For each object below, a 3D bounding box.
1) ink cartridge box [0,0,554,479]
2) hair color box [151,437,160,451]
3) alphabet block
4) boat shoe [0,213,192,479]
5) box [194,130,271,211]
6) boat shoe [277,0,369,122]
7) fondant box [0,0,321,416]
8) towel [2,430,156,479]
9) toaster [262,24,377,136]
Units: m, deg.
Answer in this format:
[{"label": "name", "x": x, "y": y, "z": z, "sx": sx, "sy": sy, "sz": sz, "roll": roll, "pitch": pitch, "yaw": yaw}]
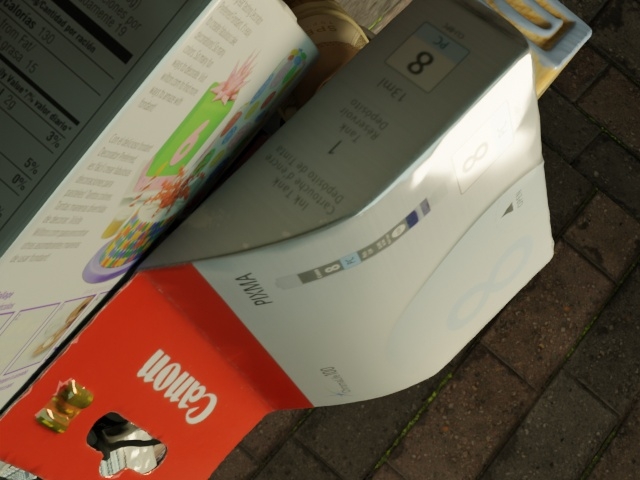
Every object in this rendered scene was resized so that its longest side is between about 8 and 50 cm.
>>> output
[{"label": "ink cartridge box", "x": -0.001, "y": 0.058, "z": 0.740, "sx": 0.385, "sy": 0.091, "sz": 0.308, "roll": -46, "pitch": 154, "yaw": -9}, {"label": "hair color box", "x": -0.265, "y": 0.266, "z": 1.634, "sx": 0.174, "sy": 0.105, "sz": 0.347, "roll": -50, "pitch": 175, "yaw": 2}, {"label": "alphabet block", "x": 0.243, "y": -0.265, "z": 1.576, "sx": 0.193, "sy": 0.192, "sz": 0.197, "roll": -40, "pitch": 169, "yaw": -51}, {"label": "boat shoe", "x": -0.189, "y": 0.118, "z": 0.846, "sx": 0.367, "sy": 0.156, "sz": 0.136, "roll": -51, "pitch": 174, "yaw": 21}, {"label": "box", "x": 0.000, "y": 0.000, "z": 1.170, "sx": 0.148, "sy": 0.232, "sz": 0.127, "roll": -49, "pitch": 175, "yaw": 1}, {"label": "boat shoe", "x": 0.059, "y": -0.057, "z": 0.913, "sx": 0.122, "sy": 0.110, "sz": 0.341, "roll": -40, "pitch": 136, "yaw": 8}, {"label": "fondant box", "x": -0.151, "y": -0.014, "z": 0.542, "sx": 0.330, "sy": 0.096, "sz": 0.238, "roll": -48, "pitch": 176, "yaw": 5}, {"label": "towel", "x": -0.266, "y": 0.332, "z": 1.055, "sx": 0.312, "sy": 0.056, "sz": 0.324, "roll": -25, "pitch": 117, "yaw": -50}, {"label": "toaster", "x": 0.052, "y": -0.120, "z": 1.093, "sx": 0.110, "sy": 0.168, "sz": 0.186, "roll": -52, "pitch": 174, "yaw": 25}]
